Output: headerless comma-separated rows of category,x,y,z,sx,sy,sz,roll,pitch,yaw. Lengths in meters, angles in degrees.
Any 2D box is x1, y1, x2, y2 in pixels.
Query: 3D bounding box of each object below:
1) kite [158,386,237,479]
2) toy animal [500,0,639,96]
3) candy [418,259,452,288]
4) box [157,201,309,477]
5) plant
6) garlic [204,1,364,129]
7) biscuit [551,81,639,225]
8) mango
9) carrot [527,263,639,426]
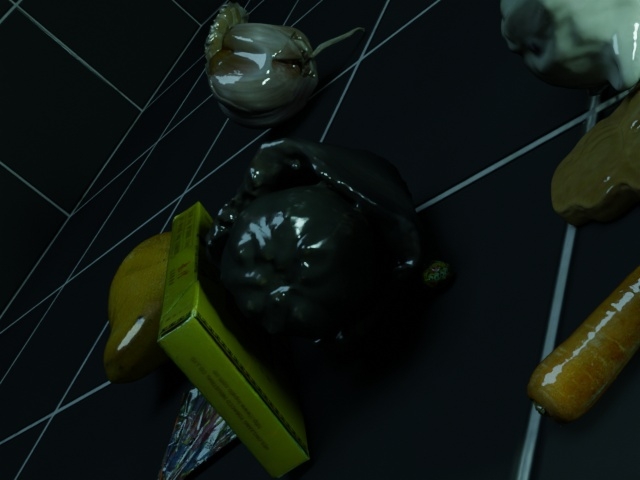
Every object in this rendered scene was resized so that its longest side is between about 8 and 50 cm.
kite,-0.104,0.178,0.944,0.189,0.009,0.232,-54,21,-17
toy animal,0.238,-0.228,0.790,0.266,0.188,0.308,-30,0,0
candy,0.088,0.026,0.801,0.025,0.023,0.083,-59,10,-3
box,-0.079,0.074,0.850,0.041,0.153,0.279,-33,20,5
plant,0.000,0.000,0.811,0.142,0.164,0.256,-54,-4,22
garlic,-0.074,-0.304,1.513,0.257,0.207,0.207,-42,19,-1
biscuit,0.250,-0.088,0.635,0.236,0.040,0.144,-33,20,35
mango,-0.196,0.083,1.185,0.157,0.109,0.262,-32,29,19
carrot,0.188,0.028,0.545,0.190,0.037,0.037,-48,19,0
